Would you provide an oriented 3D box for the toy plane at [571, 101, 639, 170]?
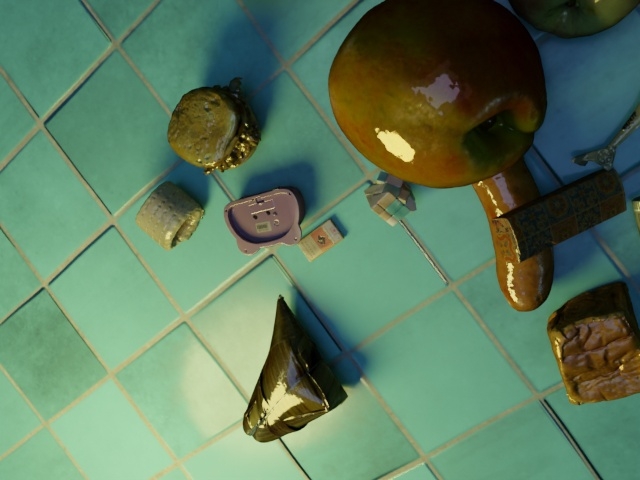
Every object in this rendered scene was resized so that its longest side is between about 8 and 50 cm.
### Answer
[{"bbox_3d":[0.503,-0.213,1.024,0.108,0.092,0.286,46,114,26],"label":"toy plane"}]

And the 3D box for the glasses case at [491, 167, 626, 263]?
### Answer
[{"bbox_3d":[0.374,-0.040,1.057,0.218,0.049,0.075,-23,96,-18],"label":"glasses case"}]

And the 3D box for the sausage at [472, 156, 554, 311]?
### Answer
[{"bbox_3d":[0.322,-0.015,1.124,0.109,0.109,0.271,-12,99,21],"label":"sausage"}]

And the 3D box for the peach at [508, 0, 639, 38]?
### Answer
[{"bbox_3d":[0.377,-0.412,0.961,0.214,0.214,0.236,23,87,12],"label":"peach"}]

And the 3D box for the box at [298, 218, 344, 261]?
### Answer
[{"bbox_3d":[0.000,0.000,1.279,0.083,0.012,0.046,-35,89,24],"label":"box"}]

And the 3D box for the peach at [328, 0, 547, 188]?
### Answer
[{"bbox_3d":[0.165,-0.229,1.023,0.332,0.307,0.308,35,116,44],"label":"peach"}]

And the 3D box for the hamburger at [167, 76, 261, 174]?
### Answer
[{"bbox_3d":[-0.184,-0.211,1.231,0.159,0.131,0.185,33,105,17],"label":"hamburger"}]

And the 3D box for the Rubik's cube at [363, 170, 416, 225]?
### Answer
[{"bbox_3d":[0.124,-0.080,1.184,0.073,0.075,0.084,-42,50,22],"label":"Rubik's cube"}]

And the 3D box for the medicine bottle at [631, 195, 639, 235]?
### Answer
[{"bbox_3d":[0.526,-0.030,1.079,0.047,0.047,0.083,-15,98,21],"label":"medicine bottle"}]

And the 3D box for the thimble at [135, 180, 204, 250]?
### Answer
[{"bbox_3d":[-0.291,-0.046,1.318,0.090,0.102,0.115,38,141,6],"label":"thimble"}]

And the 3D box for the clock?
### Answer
[{"bbox_3d":[-0.098,-0.039,1.281,0.152,0.050,0.110,-13,99,21],"label":"clock"}]

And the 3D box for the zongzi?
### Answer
[{"bbox_3d":[-0.095,0.259,1.329,0.221,0.112,0.242,-35,83,23],"label":"zongzi"}]

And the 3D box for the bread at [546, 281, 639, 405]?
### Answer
[{"bbox_3d":[0.448,0.166,1.098,0.149,0.158,0.143,-21,95,17],"label":"bread"}]
